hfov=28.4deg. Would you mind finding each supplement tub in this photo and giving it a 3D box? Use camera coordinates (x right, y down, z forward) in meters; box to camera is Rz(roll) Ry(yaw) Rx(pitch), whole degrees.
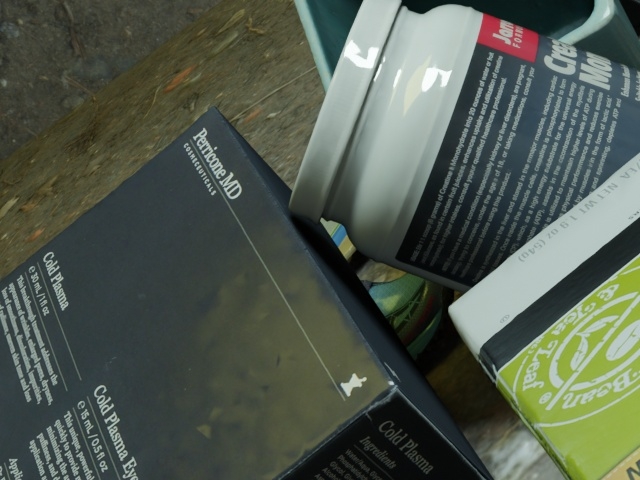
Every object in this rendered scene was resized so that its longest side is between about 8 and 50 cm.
[{"bbox_3d":[0.133,-0.051,0.894,0.191,0.272,0.191,20,-90,-90],"label":"supplement tub"}]

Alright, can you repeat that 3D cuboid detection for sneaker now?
[{"bbox_3d":[-0.006,0.082,1.120,0.262,0.125,0.104,-30,24,25],"label":"sneaker"}]

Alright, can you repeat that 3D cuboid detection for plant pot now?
[{"bbox_3d":[0.159,-0.170,1.136,0.247,0.252,0.248,-31,57,22],"label":"plant pot"}]

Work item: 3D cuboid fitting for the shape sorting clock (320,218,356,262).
[{"bbox_3d":[0.000,0.000,1.395,0.206,0.040,0.206,-36,24,18],"label":"shape sorting clock"}]

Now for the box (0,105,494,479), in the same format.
[{"bbox_3d":[-0.096,0.130,0.948,0.312,0.179,0.343,-38,45,6],"label":"box"}]

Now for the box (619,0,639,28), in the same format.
[{"bbox_3d":[0.222,-0.294,1.371,0.270,0.165,0.143,-13,65,53],"label":"box"}]

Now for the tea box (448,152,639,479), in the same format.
[{"bbox_3d":[0.273,0.050,0.549,0.329,0.220,0.323,-39,15,2],"label":"tea box"}]
